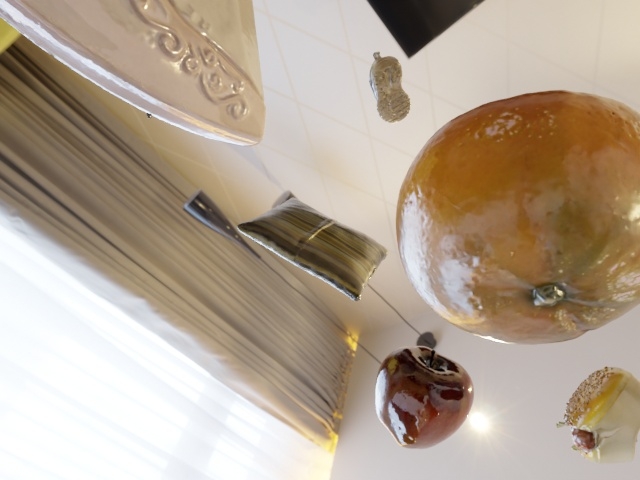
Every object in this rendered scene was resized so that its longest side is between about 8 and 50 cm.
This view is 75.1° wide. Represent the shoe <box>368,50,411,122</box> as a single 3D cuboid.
[{"bbox_3d":[0.167,-0.391,1.067,0.088,0.180,0.092,-23,-137,5],"label":"shoe"}]

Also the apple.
[{"bbox_3d":[0.236,0.364,0.993,0.234,0.234,0.234,-38,-157,20],"label":"apple"}]

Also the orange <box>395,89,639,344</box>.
[{"bbox_3d":[0.182,-0.007,0.372,0.240,0.240,0.171,-31,-148,34],"label":"orange"}]

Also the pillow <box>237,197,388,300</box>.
[{"bbox_3d":[0.000,0.000,0.674,0.052,0.208,0.212,-63,170,25],"label":"pillow"}]

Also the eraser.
[{"bbox_3d":[-0.143,-0.191,0.318,0.059,0.243,0.205,-13,-98,41],"label":"eraser"}]

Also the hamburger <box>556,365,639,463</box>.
[{"bbox_3d":[0.505,0.309,0.745,0.116,0.210,0.173,23,-92,34],"label":"hamburger"}]
